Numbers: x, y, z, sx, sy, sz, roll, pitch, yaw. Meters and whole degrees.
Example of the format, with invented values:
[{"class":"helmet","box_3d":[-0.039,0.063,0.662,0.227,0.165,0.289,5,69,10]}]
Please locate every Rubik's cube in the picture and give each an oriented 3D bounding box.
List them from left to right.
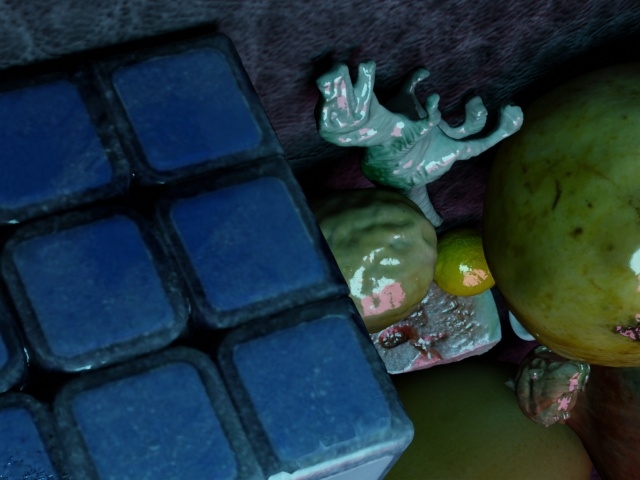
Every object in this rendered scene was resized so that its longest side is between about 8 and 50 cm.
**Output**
[{"class":"Rubik's cube","box_3d":[-0.164,0.094,1.138,0.305,0.301,0.303,-16,157,-22]}]

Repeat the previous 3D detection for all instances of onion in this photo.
[{"class":"onion","box_3d":[0.394,0.152,1.828,0.354,0.353,0.353,-22,159,-9]}]

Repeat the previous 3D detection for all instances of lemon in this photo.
[{"class":"lemon","box_3d":[0.128,0.019,1.629,0.083,0.062,0.062,-2,151,-20]}]

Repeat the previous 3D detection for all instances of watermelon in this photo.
[{"class":"watermelon","box_3d":[0.101,0.072,1.682,0.158,0.098,0.121,-4,150,-36]}]

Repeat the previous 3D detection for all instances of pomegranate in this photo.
[{"class":"pomegranate","box_3d":[0.250,-0.023,1.437,0.260,0.260,0.260,-22,159,-9]}]

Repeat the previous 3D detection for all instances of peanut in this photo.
[{"class":"peanut","box_3d":[-0.023,0.027,1.375,0.236,0.110,0.120,-13,-157,21]}]

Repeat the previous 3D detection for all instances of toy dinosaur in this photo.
[{"class":"toy dinosaur","box_3d":[0.100,-0.068,1.382,0.129,0.076,0.383,-23,156,11]}]

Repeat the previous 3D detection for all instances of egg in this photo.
[{"class":"egg","box_3d":[0.146,0.254,1.936,0.322,0.250,0.250,-22,159,-26]}]

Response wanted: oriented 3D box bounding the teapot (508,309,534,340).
[{"class":"teapot","box_3d":[0.243,0.019,1.716,0.145,0.092,0.226,-6,153,-35]}]
